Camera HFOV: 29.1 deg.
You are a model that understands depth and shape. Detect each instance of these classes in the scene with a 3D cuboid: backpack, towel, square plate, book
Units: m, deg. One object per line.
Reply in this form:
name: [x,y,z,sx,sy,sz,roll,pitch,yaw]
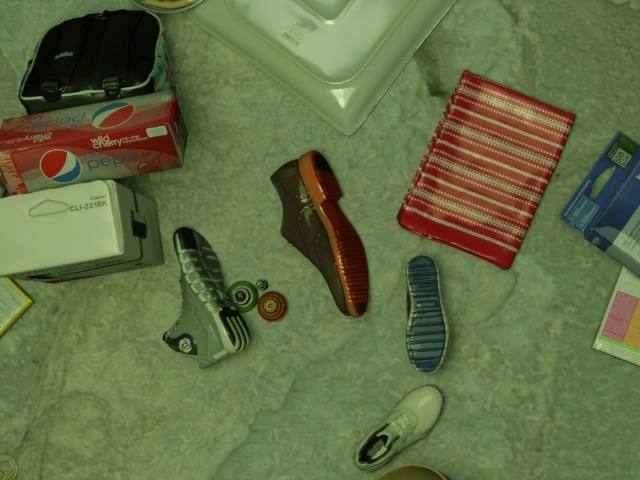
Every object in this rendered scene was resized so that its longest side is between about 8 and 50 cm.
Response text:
backpack: [-0.336,-0.246,1.920,0.225,0.191,0.253,-7,45,4]
towel: [0.259,-0.111,1.942,0.199,0.031,0.274,24,87,6]
square plate: [0.015,-0.403,1.982,0.347,0.049,0.344,37,89,8]
book: [0.487,0.116,1.900,0.096,0.035,0.144,22,86,8]

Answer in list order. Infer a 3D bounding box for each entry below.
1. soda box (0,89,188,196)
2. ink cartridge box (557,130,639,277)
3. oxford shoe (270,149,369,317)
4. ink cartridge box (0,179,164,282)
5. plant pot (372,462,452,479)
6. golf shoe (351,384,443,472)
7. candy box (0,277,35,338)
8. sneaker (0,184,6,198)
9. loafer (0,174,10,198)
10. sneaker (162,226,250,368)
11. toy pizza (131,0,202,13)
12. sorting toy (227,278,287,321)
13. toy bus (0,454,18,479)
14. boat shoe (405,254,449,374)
soda box: [-0.330,-0.140,1.778,0.263,0.083,0.092,-9,40,7]
ink cartridge box: [0.541,-0.021,1.879,0.311,0.065,0.185,36,79,9]
oxford shoe: [0.000,0.000,1.938,0.098,0.097,0.271,-23,78,23]
ink cartridge box: [-0.366,-0.008,1.870,0.197,0.273,0.114,-10,84,5]
plant pot: [0.167,0.492,1.803,0.191,0.284,0.284,30,88,-30]
golf shoe: [0.121,0.292,1.892,0.176,0.086,0.069,-45,81,-1]
candy box: [-0.571,0.067,2.007,0.206,0.027,0.105,44,93,8]
sneaker: [-0.653,-0.075,1.977,0.282,0.102,0.161,29,95,22]
loafer: [-0.513,-0.079,2.013,0.125,0.039,0.045,-40,50,-2]
sneaker: [-0.212,0.099,1.945,0.132,0.086,0.228,-36,65,24]
toy pizza: [-0.243,-0.466,2.001,0.201,0.032,0.201,-3,78,15]
sorting toy: [-0.101,0.091,1.952,0.102,0.042,0.061,16,87,7]
toy bus: [-0.469,0.460,1.924,0.202,0.104,0.191,23,87,7]
boat shoe: [0.165,0.118,1.912,0.066,0.066,0.183,0,79,3]
